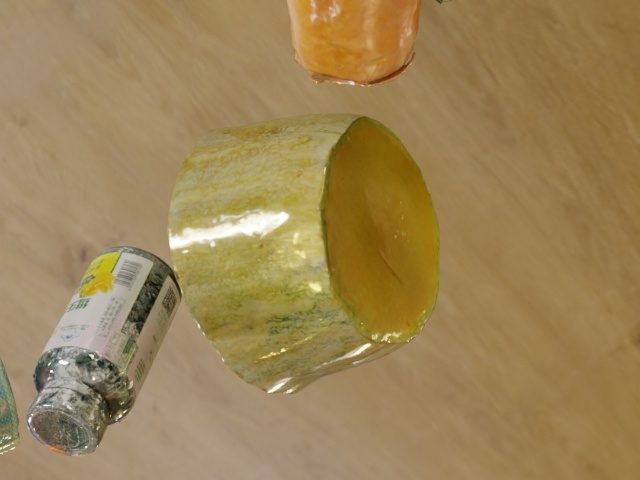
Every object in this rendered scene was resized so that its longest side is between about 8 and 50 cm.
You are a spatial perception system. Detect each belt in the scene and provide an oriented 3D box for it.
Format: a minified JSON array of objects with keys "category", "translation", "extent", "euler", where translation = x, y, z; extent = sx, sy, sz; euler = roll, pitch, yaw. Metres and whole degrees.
[{"category":"belt","translation":[-0.474,0.199,1.865],"extent":[0.082,0.147,0.163],"euler":[-20,136,-28]}]

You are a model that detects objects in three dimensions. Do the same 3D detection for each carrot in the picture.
[{"category":"carrot","translation":[0.035,-0.290,1.445],"extent":[0.196,0.196,0.254],"euler":[-15,133,-16]}]

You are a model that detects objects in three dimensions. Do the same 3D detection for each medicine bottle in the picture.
[{"category":"medicine bottle","translation":[-0.294,0.150,1.819],"extent":[0.141,0.293,0.141],"euler":[9,134,10]}]

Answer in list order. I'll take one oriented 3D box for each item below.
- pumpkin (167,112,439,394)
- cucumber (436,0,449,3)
[{"category":"pumpkin","translation":[0.000,0.000,1.561],"extent":[0.199,0.332,0.332],"euler":[-16,144,36]},{"category":"cucumber","translation":[0.105,-0.395,1.671],"extent":[0.077,0.077,0.265],"euler":[-42,95,7]}]
